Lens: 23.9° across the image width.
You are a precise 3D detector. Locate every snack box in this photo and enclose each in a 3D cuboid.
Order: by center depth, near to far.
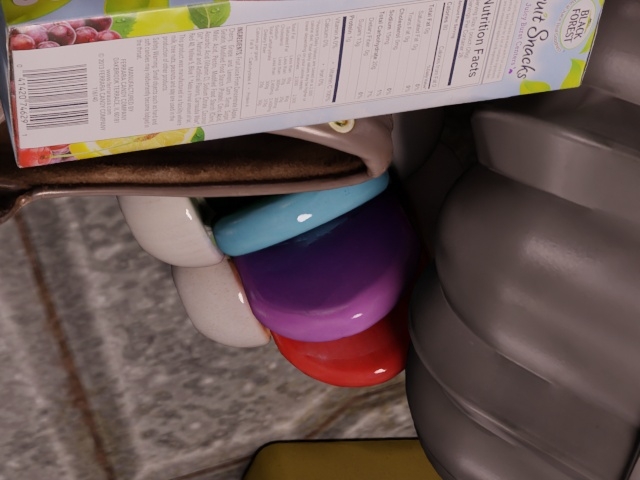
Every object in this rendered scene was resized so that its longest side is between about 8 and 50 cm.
[{"bbox_3d":[-0.024,-0.122,0.547,0.207,0.174,0.070,-10,142,-14],"label":"snack box"}]

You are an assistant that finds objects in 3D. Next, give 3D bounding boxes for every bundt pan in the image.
[{"bbox_3d":[0.137,-0.013,0.683,0.124,0.331,0.331,22,141,15],"label":"bundt pan"}]

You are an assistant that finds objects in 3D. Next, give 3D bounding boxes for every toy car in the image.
[{"bbox_3d":[0.000,0.000,0.728,0.159,0.136,0.182,-23,141,2],"label":"toy car"}]

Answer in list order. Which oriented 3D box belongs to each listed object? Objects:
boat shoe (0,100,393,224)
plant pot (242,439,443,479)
[{"bbox_3d":[-0.131,-0.055,0.607,0.324,0.096,0.116,-6,157,-8],"label":"boat shoe"},{"bbox_3d":[0.028,0.246,0.987,0.212,0.187,0.212,3,135,-27],"label":"plant pot"}]
